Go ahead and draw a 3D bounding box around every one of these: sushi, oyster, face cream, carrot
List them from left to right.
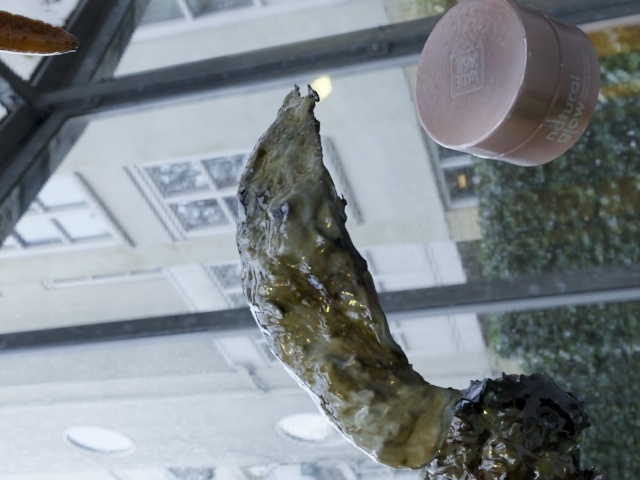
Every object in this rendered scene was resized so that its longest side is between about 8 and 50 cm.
[{"bbox_3d":[-0.350,-0.196,0.784,0.271,0.066,0.062,5,-119,-36],"label":"carrot"},{"bbox_3d":[-0.001,0.005,0.601,0.166,0.094,0.294,58,-172,-36],"label":"oyster"},{"bbox_3d":[0.178,-0.152,0.874,0.104,0.149,0.149,8,-109,-36],"label":"face cream"},{"bbox_3d":[0.238,0.292,1.133,0.238,0.225,0.218,112,158,-45],"label":"sushi"}]
